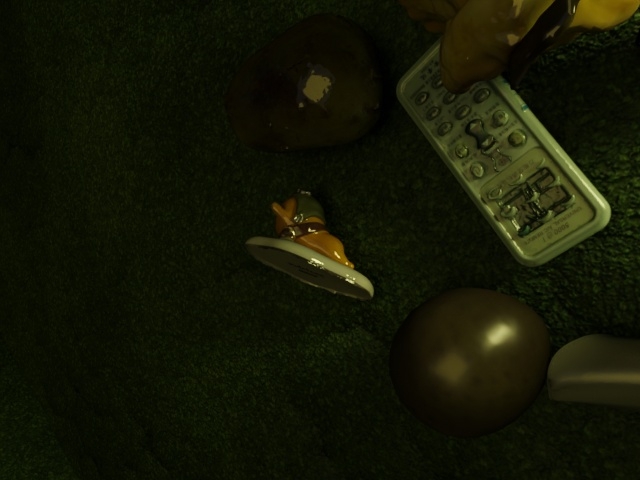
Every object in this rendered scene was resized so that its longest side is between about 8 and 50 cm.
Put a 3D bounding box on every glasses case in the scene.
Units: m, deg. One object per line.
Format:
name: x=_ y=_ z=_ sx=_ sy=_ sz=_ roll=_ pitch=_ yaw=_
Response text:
glasses case: x=0.425 y=0.153 z=0.489 sx=0.308 sy=0.128 sz=0.083 roll=-6 pitch=67 yaw=38

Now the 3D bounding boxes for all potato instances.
potato: x=-0.035 y=-0.248 z=0.751 sx=0.307 sy=0.173 sz=0.210 roll=-9 pitch=92 yaw=35

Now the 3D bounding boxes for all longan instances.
longan: x=0.196 y=0.161 z=0.613 sx=0.220 sy=0.196 sz=0.196 roll=-47 pitch=68 yaw=29

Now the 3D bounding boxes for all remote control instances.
remote control: x=0.239 y=-0.130 z=0.622 sx=0.128 sy=0.065 sz=0.335 roll=-41 pitch=71 yaw=31

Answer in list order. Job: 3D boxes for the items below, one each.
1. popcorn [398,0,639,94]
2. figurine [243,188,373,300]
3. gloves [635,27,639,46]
popcorn: x=0.204 y=-0.323 z=0.440 sx=0.349 sy=0.349 sz=0.382 roll=-13 pitch=61 yaw=38
figurine: x=0.000 y=0.000 z=0.816 sx=0.250 sy=0.166 sz=0.141 roll=23 pitch=72 yaw=8
gloves: x=0.445 y=-0.232 z=0.438 sx=0.229 sy=0.097 sz=0.119 roll=6 pitch=54 yaw=45
